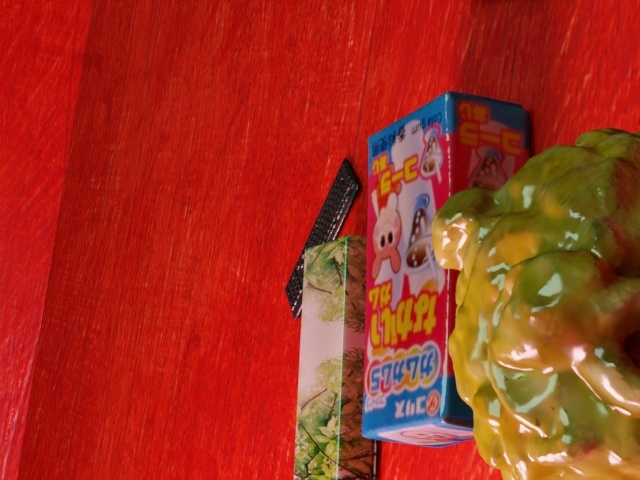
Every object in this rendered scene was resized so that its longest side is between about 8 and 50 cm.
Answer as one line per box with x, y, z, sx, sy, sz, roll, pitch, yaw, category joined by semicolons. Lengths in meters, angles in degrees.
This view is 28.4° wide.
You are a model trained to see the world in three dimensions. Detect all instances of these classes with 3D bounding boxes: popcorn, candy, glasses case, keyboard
0.196;0.045;0.855;0.242;0.235;0.250;-28;73;31;popcorn
0.115;0.032;1.176;0.157;0.100;0.306;-24;61;60;candy
0.024;0.136;1.374;0.095;0.062;0.272;-17;66;56;glasses case
0.000;0.000;1.528;0.202;0.011;0.067;-65;28;28;keyboard
